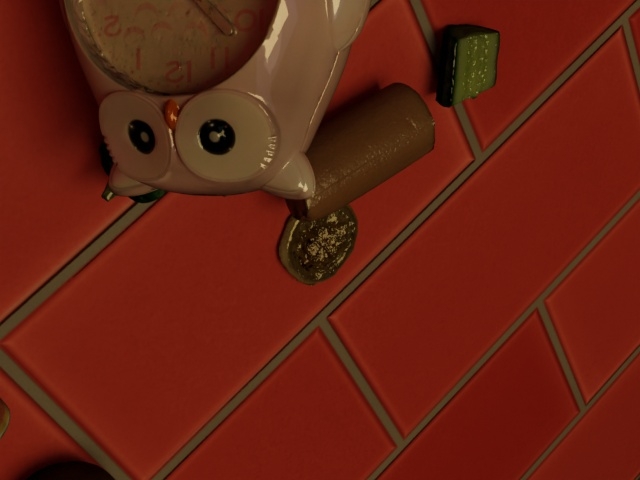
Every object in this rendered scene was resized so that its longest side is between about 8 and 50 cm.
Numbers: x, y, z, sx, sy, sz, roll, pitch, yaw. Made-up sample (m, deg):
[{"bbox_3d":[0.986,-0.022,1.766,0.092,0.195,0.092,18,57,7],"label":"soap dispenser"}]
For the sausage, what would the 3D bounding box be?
[{"bbox_3d":[0.043,-0.126,1.569,0.253,0.123,0.123,-32,129,-24],"label":"sausage"}]

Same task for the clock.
[{"bbox_3d":[-0.117,-0.238,1.219,0.250,0.368,0.377,-12,103,-71],"label":"clock"}]

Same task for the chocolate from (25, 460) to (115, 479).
[{"bbox_3d":[-0.346,0.393,1.475,0.176,0.176,0.177,-19,122,-33],"label":"chocolate"}]

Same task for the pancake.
[{"bbox_3d":[-0.001,0.000,1.663,0.151,0.025,0.152,-19,121,-34],"label":"pancake"}]

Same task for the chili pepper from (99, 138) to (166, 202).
[{"bbox_3d":[-0.186,-0.144,1.383,0.270,0.099,0.136,-42,143,-21],"label":"chili pepper"}]

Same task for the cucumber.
[{"bbox_3d":[0.227,-0.281,1.690,0.116,0.062,0.115,-20,125,-41],"label":"cucumber"}]

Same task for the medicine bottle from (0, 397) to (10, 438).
[{"bbox_3d":[-0.511,0.099,1.232,0.108,0.108,0.426,-42,134,-16],"label":"medicine bottle"}]
